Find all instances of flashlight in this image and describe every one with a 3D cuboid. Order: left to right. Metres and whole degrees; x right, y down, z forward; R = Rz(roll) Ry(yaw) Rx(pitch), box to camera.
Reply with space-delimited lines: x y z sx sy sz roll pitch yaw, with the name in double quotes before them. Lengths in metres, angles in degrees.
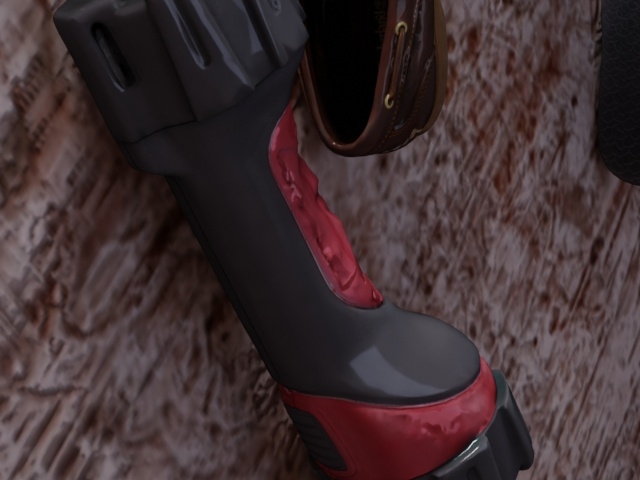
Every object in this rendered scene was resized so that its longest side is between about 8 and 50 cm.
"flashlight" 0.000 0.000 0.742 0.103 0.103 0.304 -85 154 -59

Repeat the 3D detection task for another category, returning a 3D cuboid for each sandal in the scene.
"sandal" 0.224 -0.160 1.079 0.054 0.097 0.254 5 95 -54

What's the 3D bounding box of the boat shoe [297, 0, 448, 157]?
"boat shoe" 0.019 -0.142 0.795 0.073 0.073 0.207 -22 106 -55
